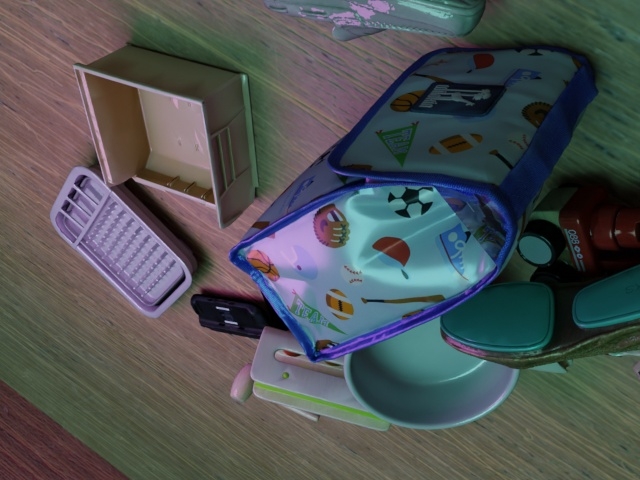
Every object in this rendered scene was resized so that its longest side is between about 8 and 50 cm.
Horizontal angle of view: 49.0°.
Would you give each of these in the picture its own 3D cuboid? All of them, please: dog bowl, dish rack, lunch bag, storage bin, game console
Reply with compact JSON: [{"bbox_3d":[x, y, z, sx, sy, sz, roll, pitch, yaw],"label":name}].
[{"bbox_3d":[0.169,0.165,1.091,0.265,0.104,0.264,2,124,3],"label":"dog bowl"},{"bbox_3d":[-0.414,-0.002,1.506,0.333,0.072,0.285,46,138,-4],"label":"dish rack"},{"bbox_3d":[0.122,-0.064,0.850,0.239,0.328,0.385,50,140,-11],"label":"lunch bag"},{"bbox_3d":[-0.252,-0.174,1.195,0.262,0.123,0.260,19,134,24],"label":"storage bin"},{"bbox_3d":[-0.125,0.154,1.439,0.361,0.044,0.213,5,127,33],"label":"game console"}]

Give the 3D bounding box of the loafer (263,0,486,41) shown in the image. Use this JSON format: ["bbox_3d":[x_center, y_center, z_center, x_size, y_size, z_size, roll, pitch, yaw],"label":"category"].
[{"bbox_3d":[0.052,-0.302,0.870,0.319,0.112,0.111,27,142,28],"label":"loafer"}]

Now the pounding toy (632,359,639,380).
[{"bbox_3d":[0.508,0.174,0.922,0.206,0.181,0.094,111,148,-47],"label":"pounding toy"}]

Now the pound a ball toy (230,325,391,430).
[{"bbox_3d":[-0.008,0.256,1.334,0.319,0.135,0.208,14,153,5],"label":"pound a ball toy"}]

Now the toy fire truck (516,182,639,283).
[{"bbox_3d":[0.405,0.027,0.863,0.246,0.158,0.217,2,125,49],"label":"toy fire truck"}]

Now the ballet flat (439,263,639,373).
[{"bbox_3d":[0.309,0.103,0.839,0.342,0.116,0.124,-20,130,40],"label":"ballet flat"}]
